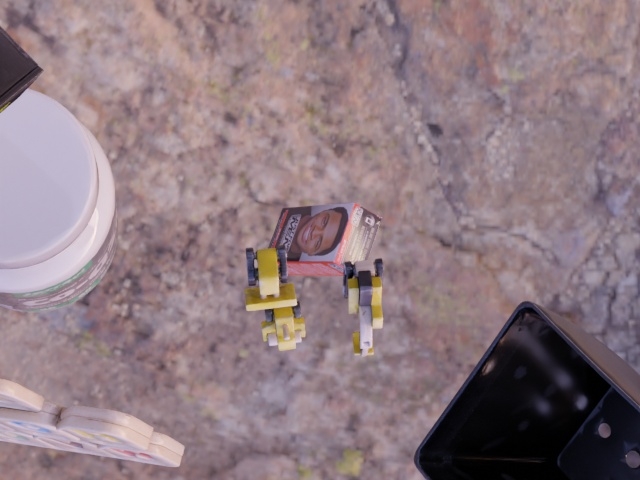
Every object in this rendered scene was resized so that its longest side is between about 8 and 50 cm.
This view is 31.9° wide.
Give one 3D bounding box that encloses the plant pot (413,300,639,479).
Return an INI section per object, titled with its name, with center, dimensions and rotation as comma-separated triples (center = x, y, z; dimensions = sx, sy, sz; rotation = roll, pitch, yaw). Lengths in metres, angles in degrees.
[plant pot]
center = 0.230, 0.188, 0.976
dimensions = 0.167, 0.188, 0.187
rotation = 13, 116, -45

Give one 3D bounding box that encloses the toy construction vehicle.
[toy construction vehicle]
center = -0.003, 0.042, 0.686
dimensions = 0.086, 0.035, 0.098
rotation = -4, 143, -6

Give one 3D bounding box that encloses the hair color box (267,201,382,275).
[hair color box]
center = 0.000, 0.000, 1.231
dimensions = 0.043, 0.072, 0.141
rotation = 29, 162, -32

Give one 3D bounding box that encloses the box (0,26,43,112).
[box]
center = -0.298, -0.121, 0.688
dimensions = 0.191, 0.184, 0.045
rotation = 47, 138, -11

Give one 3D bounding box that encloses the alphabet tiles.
[alphabet tiles]
center = -0.259, 0.143, 0.895
dimensions = 0.284, 0.021, 0.278
rotation = 5, 160, 16

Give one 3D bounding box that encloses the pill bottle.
[pill bottle]
center = -0.323, -0.036, 1.213
dimensions = 0.204, 0.204, 0.361
rotation = 17, 169, -6
